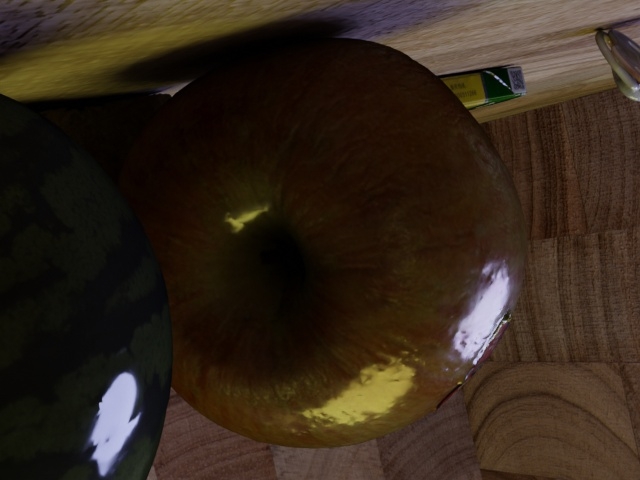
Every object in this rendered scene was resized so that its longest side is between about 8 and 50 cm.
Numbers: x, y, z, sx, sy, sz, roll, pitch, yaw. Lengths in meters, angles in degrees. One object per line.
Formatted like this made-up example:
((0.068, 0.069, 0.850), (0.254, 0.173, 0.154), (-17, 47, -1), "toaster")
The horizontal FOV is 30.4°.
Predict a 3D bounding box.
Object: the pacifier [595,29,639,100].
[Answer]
((0.268, -0.156, 0.956), (0.078, 0.081, 0.099), (-47, -168, 28), "pacifier")

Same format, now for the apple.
((0.000, 0.000, 0.606), (0.211, 0.211, 0.188), (-12, -178, 24), "apple")

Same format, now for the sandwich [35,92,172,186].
((-0.193, -0.029, 0.634), (0.186, 0.065, 0.215), (-11, -177, 27), "sandwich")

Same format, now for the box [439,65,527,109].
((0.075, -0.126, 1.116), (0.235, 0.034, 0.132), (-15, -177, -44), "box")

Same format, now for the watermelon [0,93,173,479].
((-0.151, 0.044, 0.396), (0.212, 0.212, 0.212), (-13, -178, 1), "watermelon")
